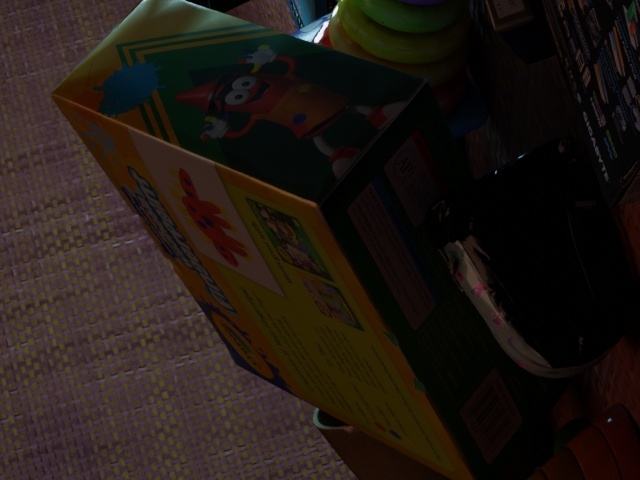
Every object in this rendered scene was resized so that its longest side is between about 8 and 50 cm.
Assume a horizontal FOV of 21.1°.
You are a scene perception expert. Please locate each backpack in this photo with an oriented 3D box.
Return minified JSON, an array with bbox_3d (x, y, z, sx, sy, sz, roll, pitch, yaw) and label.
[{"bbox_3d":[0.186,0.024,1.436,0.182,0.152,0.115,61,177,8],"label":"backpack"}]

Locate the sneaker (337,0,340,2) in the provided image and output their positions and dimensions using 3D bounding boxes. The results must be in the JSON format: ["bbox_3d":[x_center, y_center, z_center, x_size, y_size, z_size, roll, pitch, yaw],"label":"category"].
[{"bbox_3d":[0.015,-0.321,1.890,0.292,0.118,0.110,-97,-3,-50],"label":"sneaker"}]

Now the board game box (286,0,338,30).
[{"bbox_3d":[-0.011,-0.405,2.264,0.336,0.079,0.254,85,168,-57],"label":"board game box"}]

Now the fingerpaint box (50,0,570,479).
[{"bbox_3d":[0.000,0.000,1.654,0.371,0.163,0.445,23,154,41],"label":"fingerpaint box"}]

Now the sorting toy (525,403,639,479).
[{"bbox_3d":[0.219,0.247,1.665,0.365,0.126,0.127,110,144,-77],"label":"sorting toy"}]

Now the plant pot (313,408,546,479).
[{"bbox_3d":[0.156,0.248,1.913,0.254,0.237,0.237,60,176,-10],"label":"plant pot"}]

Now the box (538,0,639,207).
[{"bbox_3d":[0.192,-0.199,1.080,0.293,0.073,0.295,99,156,-74],"label":"box"}]

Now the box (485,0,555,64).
[{"bbox_3d":[0.142,-0.212,1.319,0.225,0.036,0.136,7,-115,-75],"label":"box"}]

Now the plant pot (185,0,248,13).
[{"bbox_3d":[-0.128,-0.403,2.191,0.167,0.187,0.188,55,165,28],"label":"plant pot"}]

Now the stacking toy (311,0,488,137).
[{"bbox_3d":[0.084,-0.239,1.642,0.166,0.175,0.302,58,153,32],"label":"stacking toy"}]

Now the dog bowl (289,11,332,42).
[{"bbox_3d":[0.060,-0.140,1.985,0.265,0.104,0.265,63,174,12],"label":"dog bowl"}]
